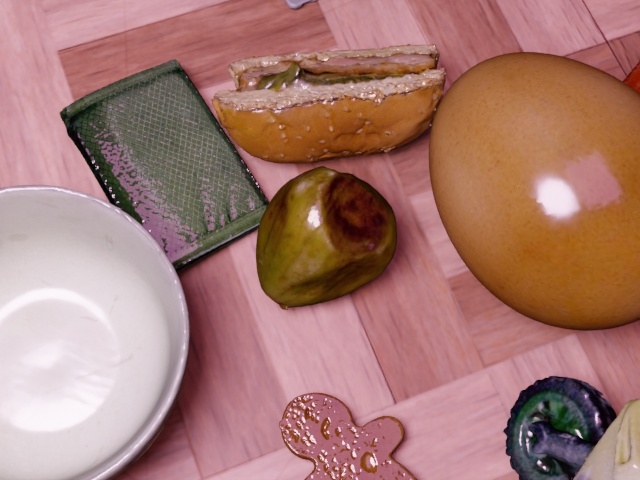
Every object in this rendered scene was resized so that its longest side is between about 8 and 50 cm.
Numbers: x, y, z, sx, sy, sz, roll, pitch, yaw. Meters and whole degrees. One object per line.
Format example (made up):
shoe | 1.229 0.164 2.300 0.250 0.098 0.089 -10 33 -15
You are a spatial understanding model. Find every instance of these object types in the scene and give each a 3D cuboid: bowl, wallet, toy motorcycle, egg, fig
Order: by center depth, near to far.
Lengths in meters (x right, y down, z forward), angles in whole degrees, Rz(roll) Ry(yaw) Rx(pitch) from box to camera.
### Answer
toy motorcycle | 0.282 0.318 0.784 0.169 0.237 0.409 6 68 -29
bowl | -0.280 0.113 0.856 0.308 0.163 0.307 1 69 -3
egg | 0.248 -0.057 0.902 0.250 0.250 0.322 -28 69 -13
fig | 0.000 0.000 0.940 0.166 0.154 0.144 -44 92 14
wallet | -0.177 -0.084 0.994 0.160 0.055 0.236 -29 80 -16

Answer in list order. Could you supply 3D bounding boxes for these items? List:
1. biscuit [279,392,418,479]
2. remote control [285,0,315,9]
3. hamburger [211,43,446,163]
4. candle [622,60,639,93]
biscuit | 0.039 0.243 0.895 0.138 0.031 0.205 -41 77 -16
remote control | -0.064 -0.380 1.125 0.050 0.027 0.184 -28 78 -18
hamburger | 0.011 -0.149 0.988 0.262 0.130 0.124 -3 35 1
candle | 0.426 -0.202 1.069 0.084 0.059 0.301 39 74 -2
